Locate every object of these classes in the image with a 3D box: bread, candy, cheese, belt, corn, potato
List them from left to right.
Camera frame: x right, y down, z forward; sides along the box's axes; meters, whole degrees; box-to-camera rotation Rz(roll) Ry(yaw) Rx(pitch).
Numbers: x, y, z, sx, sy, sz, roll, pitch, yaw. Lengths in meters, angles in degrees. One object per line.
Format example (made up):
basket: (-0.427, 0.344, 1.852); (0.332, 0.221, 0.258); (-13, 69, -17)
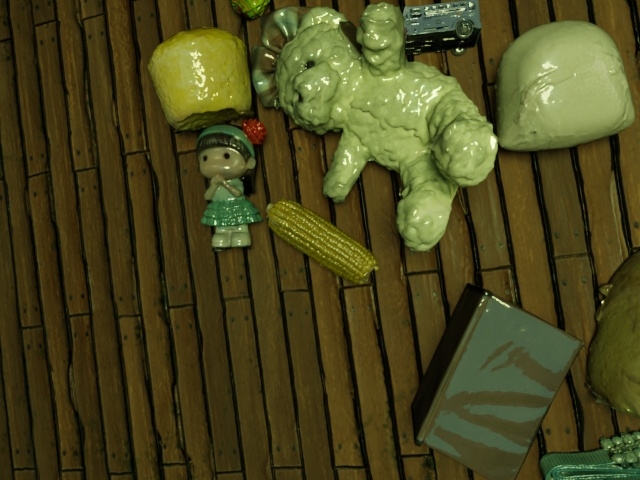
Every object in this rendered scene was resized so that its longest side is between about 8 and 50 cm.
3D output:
bread: (-0.217, -0.301, 0.797); (0.197, 0.197, 0.170); (-11, 100, 11)
candy: (-0.080, -0.546, 0.830); (0.073, 0.077, 0.262); (42, 90, 24)
corn: (0.000, 0.000, 0.798); (0.238, 0.080, 0.080); (34, 96, 8)
cheese: (0.376, -0.246, 0.680); (0.198, 0.154, 0.189); (-10, 107, 8)
belt: (0.462, 0.370, 0.707); (0.179, 0.065, 0.100); (-6, 98, 11)
potato: (0.528, 0.126, 0.628); (0.211, 0.189, 0.264); (-4, 89, 12)

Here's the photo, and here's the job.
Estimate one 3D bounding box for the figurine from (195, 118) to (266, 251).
figurine: (-0.166, -0.104, 0.822); (0.138, 0.110, 0.246); (-3, 92, 2)

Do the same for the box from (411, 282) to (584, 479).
box: (0.265, 0.218, 0.686); (0.153, 0.188, 0.252); (25, 92, 11)

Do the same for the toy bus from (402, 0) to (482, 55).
toy bus: (0.194, -0.375, 0.763); (0.167, 0.073, 0.076); (-2, 86, 8)

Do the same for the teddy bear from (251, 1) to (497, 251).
teddy bear: (0.034, -0.206, 0.682); (0.362, 0.375, 0.327); (16, 133, -8)
